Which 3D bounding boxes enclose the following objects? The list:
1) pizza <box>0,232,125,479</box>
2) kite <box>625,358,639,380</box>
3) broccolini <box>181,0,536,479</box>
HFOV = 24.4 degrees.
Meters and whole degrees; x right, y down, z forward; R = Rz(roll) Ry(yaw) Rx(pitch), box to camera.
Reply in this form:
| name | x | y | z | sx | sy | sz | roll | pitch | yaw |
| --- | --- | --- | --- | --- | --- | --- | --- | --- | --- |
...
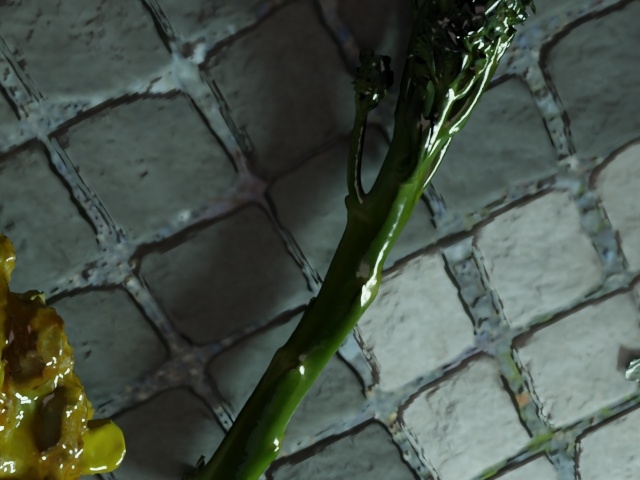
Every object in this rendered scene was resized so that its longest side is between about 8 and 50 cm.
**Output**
| name | x | y | z | sx | sy | sz | roll | pitch | yaw |
| --- | --- | --- | --- | --- | --- | --- | --- | --- | --- |
| pizza | -0.229 | 0.095 | 0.721 | 0.268 | 0.087 | 0.257 | -49 | 128 | -36 |
| kite | 0.312 | 0.086 | 0.939 | 0.250 | 0.012 | 0.229 | 0 | 114 | -8 |
| broccolini | 0.001 | -0.001 | 0.821 | 0.079 | 0.074 | 0.392 | 0 | 126 | -57 |
